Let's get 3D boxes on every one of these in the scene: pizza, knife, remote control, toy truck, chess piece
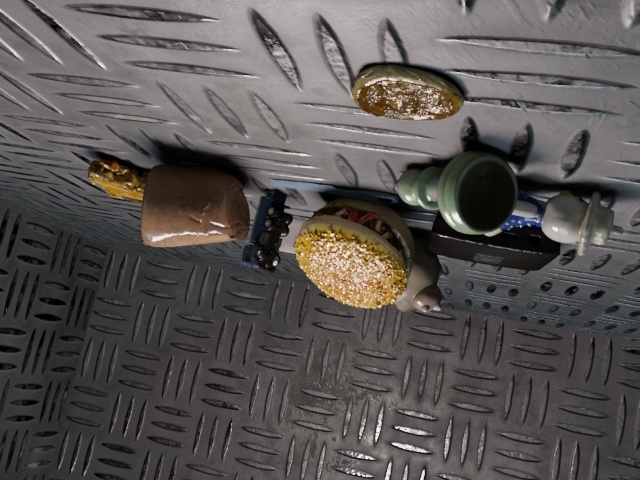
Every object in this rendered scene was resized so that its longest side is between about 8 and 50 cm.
[{"bbox_3d":[-0.518,-0.151,1.790,0.288,0.074,0.251,22,165,-41],"label":"pizza"},{"bbox_3d":[0.027,-0.115,1.529,0.313,0.019,0.044,9,162,20],"label":"knife"},{"bbox_3d":[0.000,0.000,1.946,0.250,0.103,0.034,9,167,8],"label":"remote control"},{"bbox_3d":[-0.134,-0.025,1.673,0.088,0.201,0.074,9,171,39],"label":"toy truck"},{"bbox_3d":[0.211,-0.090,1.200,0.139,0.139,0.272,17,179,-27],"label":"chess piece"}]

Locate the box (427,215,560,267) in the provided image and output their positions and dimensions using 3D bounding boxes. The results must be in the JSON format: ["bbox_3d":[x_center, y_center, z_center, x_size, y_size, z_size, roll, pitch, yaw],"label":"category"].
[{"bbox_3d":[0.407,0.011,1.621,0.290,0.073,0.289,10,170,9],"label":"box"}]

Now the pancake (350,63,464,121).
[{"bbox_3d":[0.118,-0.197,0.930,0.158,0.028,0.158,10,168,2],"label":"pancake"}]

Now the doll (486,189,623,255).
[{"bbox_3d":[0.392,-0.049,1.219,0.293,0.119,0.138,14,179,22],"label":"doll"}]

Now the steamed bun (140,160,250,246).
[{"bbox_3d":[-0.295,-0.089,1.576,0.251,0.199,0.301,-5,-179,-3],"label":"steamed bun"}]

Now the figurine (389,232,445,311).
[{"bbox_3d":[0.162,0.056,1.819,0.380,0.203,0.248,22,-155,0],"label":"figurine"}]

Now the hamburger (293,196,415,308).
[{"bbox_3d":[0.078,0.036,1.582,0.302,0.170,0.302,18,137,18],"label":"hamburger"}]
